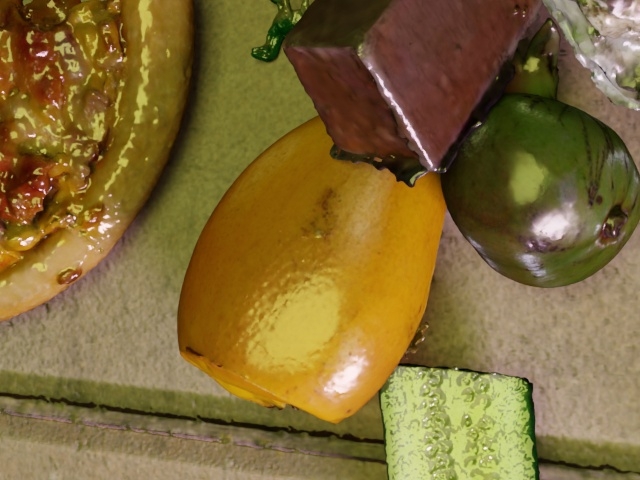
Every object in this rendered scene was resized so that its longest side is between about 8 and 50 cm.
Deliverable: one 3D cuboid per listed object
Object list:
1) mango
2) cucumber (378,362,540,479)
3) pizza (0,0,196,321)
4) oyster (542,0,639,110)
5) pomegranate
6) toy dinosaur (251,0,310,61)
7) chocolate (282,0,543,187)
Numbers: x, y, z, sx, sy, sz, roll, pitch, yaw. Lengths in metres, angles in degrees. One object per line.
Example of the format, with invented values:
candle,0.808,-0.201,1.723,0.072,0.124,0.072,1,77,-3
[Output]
mango,0.000,0.000,0.790,0.187,0.138,0.257,9,72,44
cucumber,0.110,0.211,0.776,0.115,0.063,0.243,-4,84,12
pizza,-0.268,-0.093,0.905,0.409,0.114,0.277,-40,80,9
oyster,0.229,-0.199,0.689,0.268,0.112,0.198,44,63,-21
pomegranate,0.156,-0.064,0.750,0.131,0.152,0.191,-13,61,23
toy dinosaur,-0.001,-0.181,0.868,0.120,0.029,0.060,-4,100,12
chocolate,0.096,-0.198,0.718,0.112,0.112,0.321,16,65,44
